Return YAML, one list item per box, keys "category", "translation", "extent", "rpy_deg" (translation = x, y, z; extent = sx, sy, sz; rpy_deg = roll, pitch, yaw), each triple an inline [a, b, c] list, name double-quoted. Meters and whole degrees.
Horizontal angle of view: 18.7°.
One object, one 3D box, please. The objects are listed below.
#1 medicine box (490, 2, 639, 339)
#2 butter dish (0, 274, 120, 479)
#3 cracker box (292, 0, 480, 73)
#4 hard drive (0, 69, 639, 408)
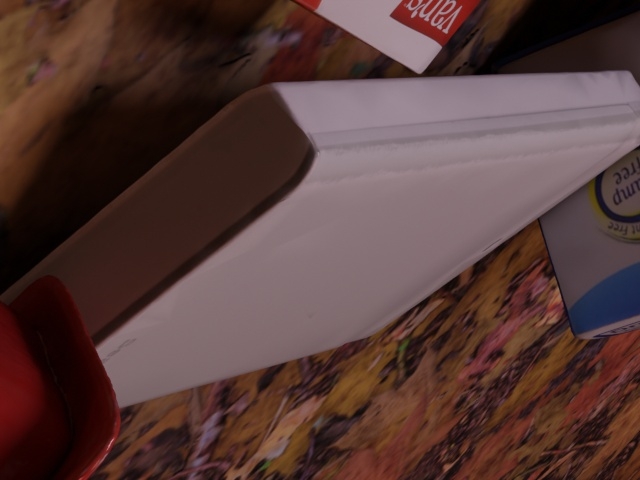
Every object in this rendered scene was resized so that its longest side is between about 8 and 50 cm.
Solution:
- category: "medicine box"
  translation: [0.275, -0.066, 0.989]
  extent: [0.263, 0.149, 0.289]
  rpy_deg: [-21, 173, 29]
- category: "butter dish"
  translation: [-0.155, 0.059, 0.589]
  extent: [0.160, 0.118, 0.160]
  rpy_deg: [-46, -158, 1]
- category: "cracker box"
  translation: [0.059, -0.175, 0.636]
  extent: [0.232, 0.067, 0.155]
  rpy_deg: [-50, 159, 10]
- category: "hard drive"
  translation: [0.000, 0.000, 0.806]
  extent: [0.203, 0.040, 0.307]
  rpy_deg: [-37, 167, 28]
